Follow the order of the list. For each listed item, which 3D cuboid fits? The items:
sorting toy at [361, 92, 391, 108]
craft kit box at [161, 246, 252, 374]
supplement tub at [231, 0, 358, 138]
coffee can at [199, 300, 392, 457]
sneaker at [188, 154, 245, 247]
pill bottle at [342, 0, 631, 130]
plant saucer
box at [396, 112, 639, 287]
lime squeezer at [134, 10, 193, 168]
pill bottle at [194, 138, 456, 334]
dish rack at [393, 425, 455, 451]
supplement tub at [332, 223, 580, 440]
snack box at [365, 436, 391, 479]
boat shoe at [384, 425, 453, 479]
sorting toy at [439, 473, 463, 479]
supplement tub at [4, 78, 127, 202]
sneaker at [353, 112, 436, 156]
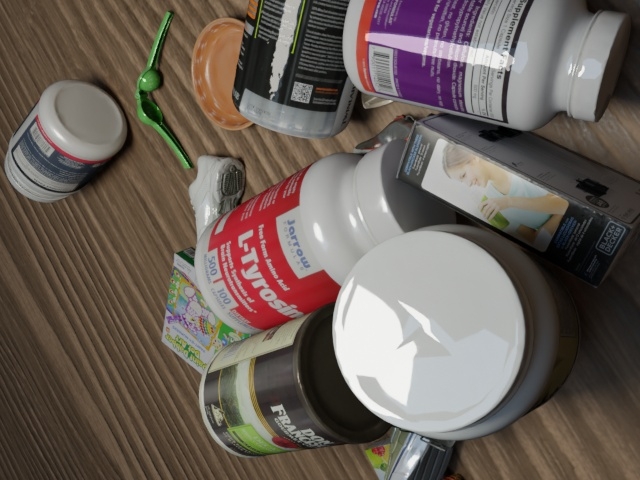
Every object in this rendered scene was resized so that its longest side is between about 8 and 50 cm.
[{"bbox_3d":[0.100,-0.254,0.987,0.083,0.045,0.075,-20,85,40],"label":"sorting toy"},{"bbox_3d":[-0.233,0.180,1.389,0.250,0.061,0.247,31,124,28],"label":"craft kit box"},{"bbox_3d":[-0.012,-0.329,0.949,0.193,0.193,0.316,33,123,26],"label":"supplement tub"},{"bbox_3d":[-0.036,0.226,1.004,0.275,0.201,0.201,-27,87,46],"label":"coffee can"},{"bbox_3d":[-0.217,-0.064,1.283,0.115,0.090,0.232,25,110,38],"label":"sneaker"},{"bbox_3d":[0.201,-0.245,0.807,0.323,0.181,0.181,20,116,27],"label":"pill bottle"},{"bbox_3d":[-0.158,-0.304,1.177,0.200,0.037,0.200,13,112,36],"label":"plant saucer"},{"bbox_3d":[0.266,-0.072,0.831,0.290,0.169,0.087,32,125,25],"label":"box"},{"bbox_3d":[-0.333,-0.300,1.306,0.110,0.059,0.310,8,108,37],"label":"lime squeezer"},{"bbox_3d":[0.000,0.000,1.025,0.407,0.229,0.229,-25,89,41],"label":"pill bottle"},{"bbox_3d":[0.127,0.207,1.022,0.271,0.074,0.208,8,87,54],"label":"dish rack"},{"bbox_3d":[0.173,0.108,0.769,0.235,0.325,0.235,-4,81,27],"label":"supplement tub"},{"bbox_3d":[0.156,0.430,1.169,0.100,0.037,0.141,-30,85,41],"label":"snack box"},{"bbox_3d":[0.168,0.322,1.082,0.094,0.109,0.302,32,108,46],"label":"boat shoe"},{"bbox_3d":[0.252,0.437,1.099,0.102,0.042,0.061,41,142,6],"label":"sorting toy"},{"bbox_3d":[-0.577,-0.216,1.439,0.272,0.191,0.191,-30,85,41],"label":"supplement tub"},{"bbox_3d":[0.122,-0.161,1.001,0.158,0.061,0.065,-5,74,39],"label":"sneaker"}]
